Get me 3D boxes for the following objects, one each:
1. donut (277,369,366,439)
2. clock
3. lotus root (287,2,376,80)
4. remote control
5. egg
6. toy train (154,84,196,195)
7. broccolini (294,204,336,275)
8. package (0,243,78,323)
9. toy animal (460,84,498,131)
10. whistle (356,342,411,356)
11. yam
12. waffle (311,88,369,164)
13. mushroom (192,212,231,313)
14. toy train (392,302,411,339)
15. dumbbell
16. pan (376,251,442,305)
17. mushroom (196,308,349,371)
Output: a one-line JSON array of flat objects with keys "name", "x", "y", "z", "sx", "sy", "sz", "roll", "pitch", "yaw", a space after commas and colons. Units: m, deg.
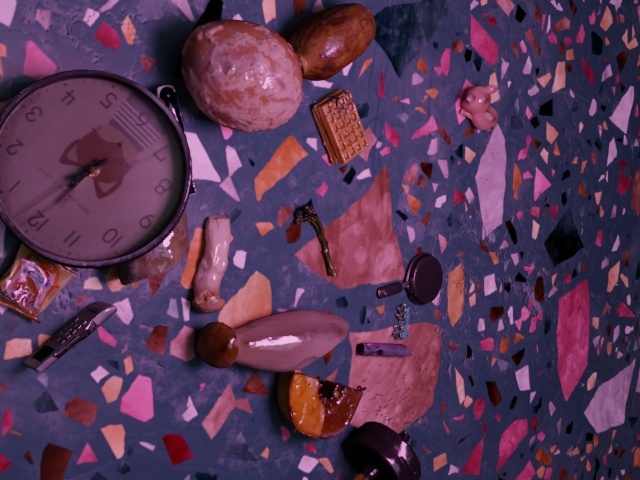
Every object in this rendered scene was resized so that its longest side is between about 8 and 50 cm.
[{"name": "donut", "x": -0.018, "y": 0.353, "z": 1.638, "sx": 0.217, "sy": 0.085, "sz": 0.141, "roll": 29, "pitch": 75, "yaw": -39}, {"name": "clock", "x": -0.366, "y": -0.114, "z": 1.201, "sx": 0.325, "sy": 0.067, "sz": 0.324, "roll": 0, "pitch": 91, "yaw": -15}, {"name": "lotus root", "x": 0.013, "y": -0.407, "z": 1.547, "sx": 0.260, "sy": 0.145, "sz": 0.128, "roll": -45, "pitch": 115, "yaw": -32}, {"name": "remote control", "x": -0.421, "y": 0.163, "z": 1.271, "sx": 0.166, "sy": 0.065, "sz": 0.029, "roll": -45, "pitch": 123, "yaw": -30}, {"name": "egg", "x": -0.144, "y": -0.306, "z": 1.385, "sx": 0.245, "sy": 0.203, "sz": 0.203, "roll": 27, "pitch": 76, "yaw": -34}, {"name": "toy train", "x": -0.273, "y": -0.181, "z": 1.381, "sx": 0.043, "sy": 0.047, "sz": 0.207, "roll": -20, "pitch": 107, "yaw": -43}, {"name": "broccolini", "x": 0.002, "y": -0.005, "z": 1.652, "sx": 0.194, "sy": 0.054, "sz": 0.052, "roll": 61, "pitch": 38, "yaw": -30}, {"name": "package", "x": -0.476, "y": 0.067, "z": 1.235, "sx": 0.108, "sy": 0.031, "sz": 0.120, "roll": 46, "pitch": 65, "yaw": -35}, {"name": "toy animal", "x": 0.424, "y": -0.347, "z": 1.965, "sx": 0.083, "sy": 0.089, "sz": 0.150, "roll": -60, "pitch": 137, "yaw": -24}, {"name": "whistle", "x": 0.157, "y": 0.266, "z": 1.820, "sx": 0.177, "sy": 0.033, "sz": 0.033, "roll": 8, "pitch": 89, "yaw": -41}, {"name": "yam", "x": -0.302, "y": -0.091, "z": 1.319, "sx": 0.133, "sy": 0.133, "sz": 0.330, "roll": -7, "pitch": 95, "yaw": -41}, {"name": "waffle", "x": 0.045, "y": -0.253, "z": 1.661, "sx": 0.102, "sy": 0.042, "sz": 0.147, "roll": -37, "pitch": 117, "yaw": -33}, {"name": "mushroom", "x": -0.208, "y": 0.043, "z": 1.462, "sx": 0.059, "sy": 0.054, "sz": 0.201, "roll": 16, "pitch": 79, "yaw": -40}, {"name": "toy train", "x": 0.207, "y": 0.203, "z": 1.863, "sx": 0.045, "sy": 0.029, "sz": 0.092, "roll": 18, "pitch": 81, "yaw": -49}, {"name": "dumbbell", "x": 0.074, "y": 0.559, "z": 1.676, "sx": 0.388, "sy": 0.185, "sz": 0.185, "roll": -37, "pitch": 117, "yaw": -33}, {"name": "pan", "x": 0.231, "y": 0.108, "z": 1.873, "sx": 0.235, "sy": 0.028, "sz": 0.136, "roll": -15, "pitch": 104, "yaw": -40}, {"name": "mushroom", "x": -0.088, "y": 0.204, "z": 1.531, "sx": 0.350, "sy": 0.128, "sz": 0.128, "roll": 1, "pitch": 94, "yaw": -39}]
